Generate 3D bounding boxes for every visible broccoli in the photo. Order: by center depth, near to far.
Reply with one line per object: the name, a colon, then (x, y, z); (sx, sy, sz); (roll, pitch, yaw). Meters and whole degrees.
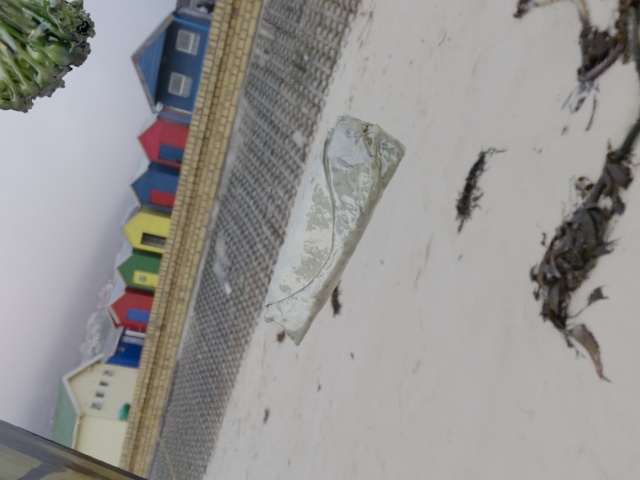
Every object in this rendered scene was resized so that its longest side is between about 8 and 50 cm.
broccoli: (-0.373, -0.281, 0.588); (0.145, 0.165, 0.304); (49, 174, 42)

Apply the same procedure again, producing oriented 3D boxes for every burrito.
burrito: (0.000, 0.000, 0.618); (0.059, 0.082, 0.275); (-28, -33, -58)

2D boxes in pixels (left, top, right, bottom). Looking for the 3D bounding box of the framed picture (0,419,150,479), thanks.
framed picture: (-0.218, 0.143, 0.231); (0.347, 0.265, 0.016); (4, -77, -78)
